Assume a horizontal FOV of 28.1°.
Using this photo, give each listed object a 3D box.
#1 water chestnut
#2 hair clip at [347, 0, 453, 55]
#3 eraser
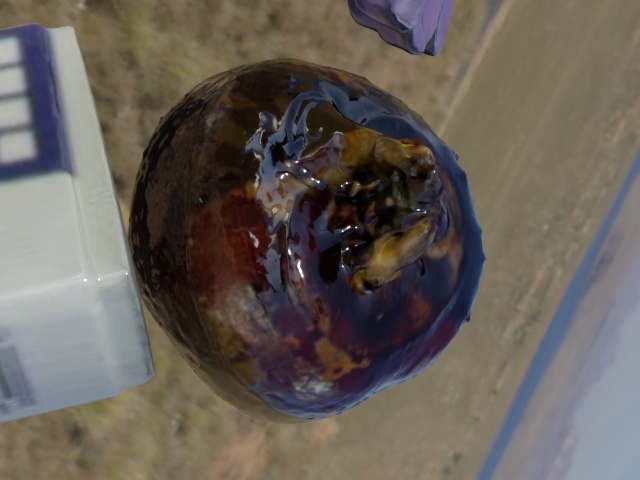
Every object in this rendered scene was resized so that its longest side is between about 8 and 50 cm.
[{"bbox_3d":[0.000,0.000,0.761,0.238,0.224,0.224,-17,-153,45],"label":"water chestnut"},{"bbox_3d":[0.068,-0.132,0.449,0.278,0.090,0.137,-28,140,-51],"label":"hair clip"},{"bbox_3d":[-0.207,0.016,0.438,0.081,0.278,0.124,89,-14,-55],"label":"eraser"}]
